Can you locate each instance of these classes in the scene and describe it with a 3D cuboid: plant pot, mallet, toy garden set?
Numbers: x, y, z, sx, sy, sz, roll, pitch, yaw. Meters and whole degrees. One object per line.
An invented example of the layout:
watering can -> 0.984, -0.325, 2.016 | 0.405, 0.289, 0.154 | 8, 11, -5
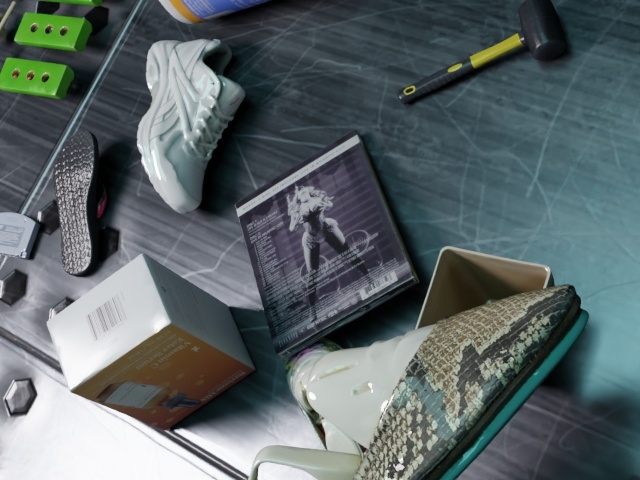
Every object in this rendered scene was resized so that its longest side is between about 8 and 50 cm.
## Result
plant pot -> 0.163, 0.080, 1.051 | 0.109, 0.096, 0.109 | 12, 76, 32
mallet -> 0.170, -0.184, 1.197 | 0.189, 0.039, 0.062 | -31, 61, 19
toy garden set -> -0.376, -0.308, 1.532 | 0.203, 0.049, 0.244 | 12, 77, 29

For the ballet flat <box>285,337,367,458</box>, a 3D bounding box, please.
ballet flat -> 0.019, 0.172, 1.101 | 0.077, 0.079, 0.221 | -38, 57, 11

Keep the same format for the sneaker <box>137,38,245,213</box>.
sneaker -> -0.144, -0.144, 1.315 | 0.115, 0.090, 0.232 | -12, 66, 20

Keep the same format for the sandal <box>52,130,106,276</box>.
sandal -> -0.290, -0.044, 1.385 | 0.067, 0.040, 0.179 | -7, 81, 32

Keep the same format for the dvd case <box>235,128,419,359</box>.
dvd case -> 0.000, 0.000, 1.197 | 0.164, 0.018, 0.221 | -31, 48, 14

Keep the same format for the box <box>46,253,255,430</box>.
box -> -0.172, 0.110, 1.173 | 0.130, 0.170, 0.091 | -35, 56, 11

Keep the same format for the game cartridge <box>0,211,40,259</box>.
game cartridge -> -0.393, -0.008, 1.434 | 0.083, 0.017, 0.056 | 9, 78, 31

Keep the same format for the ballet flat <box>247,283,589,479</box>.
ballet flat -> 0.030, 0.211, 0.952 | 0.182, 0.164, 0.483 | 31, 108, 12

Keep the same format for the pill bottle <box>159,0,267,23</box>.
pill bottle -> -0.062, -0.360, 1.320 | 0.272, 0.152, 0.152 | -13, 64, 24
